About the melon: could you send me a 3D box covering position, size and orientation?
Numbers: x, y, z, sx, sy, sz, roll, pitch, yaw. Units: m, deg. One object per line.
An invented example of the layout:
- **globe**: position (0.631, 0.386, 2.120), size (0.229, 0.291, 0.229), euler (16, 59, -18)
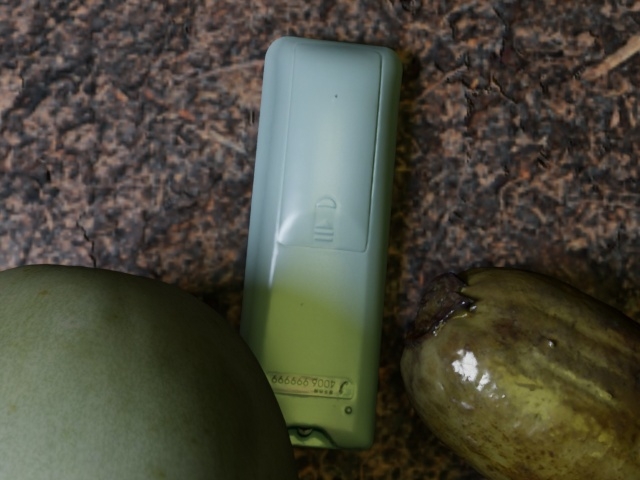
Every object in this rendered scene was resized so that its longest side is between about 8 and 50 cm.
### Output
- **melon**: position (-0.143, 0.179, 0.529), size (0.268, 0.268, 0.330), euler (6, 82, -4)

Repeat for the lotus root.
- **lotus root**: position (0.175, 0.115, 0.632), size (0.260, 0.128, 0.145), euler (33, 72, -3)

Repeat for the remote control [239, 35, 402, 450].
- **remote control**: position (0.000, 0.000, 0.664), size (0.103, 0.051, 0.293), euler (5, 86, -5)
